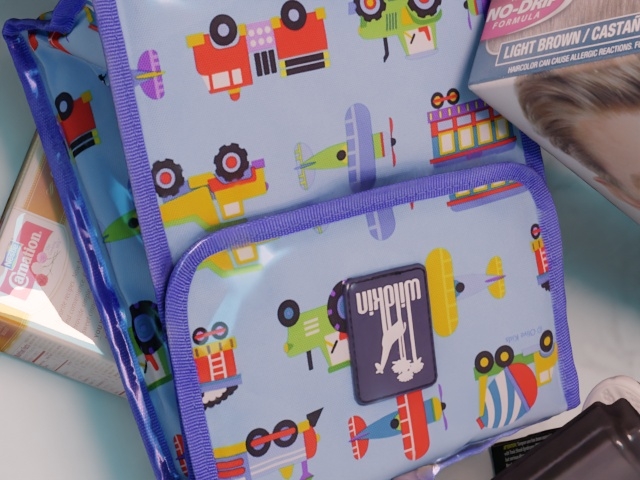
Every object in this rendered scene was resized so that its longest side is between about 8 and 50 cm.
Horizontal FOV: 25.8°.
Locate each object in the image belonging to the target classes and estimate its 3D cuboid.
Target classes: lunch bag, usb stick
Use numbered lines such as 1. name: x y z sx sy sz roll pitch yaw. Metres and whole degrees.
1. lunch bag: 0.000 0.000 0.699 0.221 0.138 0.293 -17 93 -28
2. usb stick: 0.057 0.182 0.697 0.278 0.045 0.077 -39 115 9

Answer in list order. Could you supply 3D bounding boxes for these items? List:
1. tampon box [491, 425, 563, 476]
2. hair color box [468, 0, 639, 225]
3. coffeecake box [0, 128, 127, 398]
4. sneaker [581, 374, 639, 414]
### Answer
1. tampon box: 0.182 0.184 0.795 0.120 0.101 0.161 -2 76 -23
2. hair color box: 0.254 -0.044 0.711 0.347 0.174 0.105 33 65 -35
3. coffeecake box: -0.080 0.013 0.753 0.185 0.068 0.142 23 67 -15
4. sneaker: 0.196 0.132 0.737 0.158 0.061 0.065 54 38 -2
